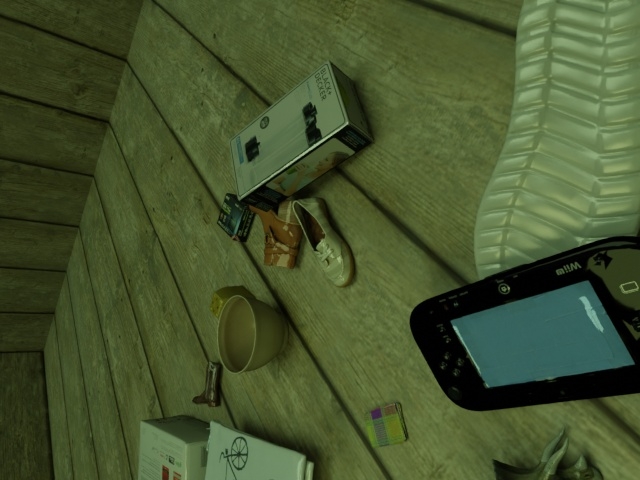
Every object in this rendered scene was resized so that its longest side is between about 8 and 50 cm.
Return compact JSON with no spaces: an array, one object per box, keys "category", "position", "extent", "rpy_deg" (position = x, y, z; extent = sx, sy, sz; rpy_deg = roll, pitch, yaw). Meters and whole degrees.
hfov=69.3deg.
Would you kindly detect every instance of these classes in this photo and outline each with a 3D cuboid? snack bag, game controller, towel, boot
[{"category":"snack bag","position":[-0.146,0.555,0.917],"extent":[0.342,0.037,0.324],"rpy_deg":[-8,73,47]},{"category":"game controller","position":[0.253,0.111,0.545],"extent":[0.319,0.067,0.167],"rpy_deg":[-30,97,43]},{"category":"towel","position":[0.107,0.306,0.764],"extent":[0.083,0.009,0.060],"rpy_deg":[-38,56,41]},{"category":"boot","position":[-0.113,-0.019,1.050],"extent":[0.197,0.072,0.153],"rpy_deg":[10,95,54]},{"category":"boot","position":[-0.301,0.376,1.229],"extent":[0.106,0.037,0.114],"rpy_deg":[-8,80,36]}]

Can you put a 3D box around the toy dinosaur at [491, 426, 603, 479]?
[{"category":"toy dinosaur","position":[0.180,0.356,0.514],"extent":[0.160,0.313,0.121],"rpy_deg":[63,161,7]}]

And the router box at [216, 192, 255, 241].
[{"category":"router box","position":[-0.222,-0.061,1.214],"extent":[0.122,0.038,0.092],"rpy_deg":[36,110,48]}]

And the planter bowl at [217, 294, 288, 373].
[{"category":"planter bowl","position":[-0.138,0.203,1.005],"extent":[0.162,0.109,0.162],"rpy_deg":[-14,72,49]}]

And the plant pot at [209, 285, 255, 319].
[{"category":"plant pot","position":[-0.222,0.159,1.137],"extent":[0.081,0.083,0.082],"rpy_deg":[28,104,49]}]

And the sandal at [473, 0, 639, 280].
[{"category":"sandal","position":[0.294,-0.101,0.541],"extent":[0.169,0.102,0.417],"rpy_deg":[17,114,32]}]

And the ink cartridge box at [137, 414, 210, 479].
[{"category":"ink cartridge box","position":[-0.348,0.610,1.168],"extent":[0.309,0.130,0.272],"rpy_deg":[-11,77,50]}]

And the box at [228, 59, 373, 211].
[{"category":"box","position":[-0.050,-0.203,0.941],"extent":[0.289,0.087,0.169],"rpy_deg":[-28,59,29]}]

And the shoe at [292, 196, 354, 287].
[{"category":"shoe","position":[0.000,0.000,0.914],"extent":[0.077,0.058,0.219],"rpy_deg":[-50,48,33]}]
